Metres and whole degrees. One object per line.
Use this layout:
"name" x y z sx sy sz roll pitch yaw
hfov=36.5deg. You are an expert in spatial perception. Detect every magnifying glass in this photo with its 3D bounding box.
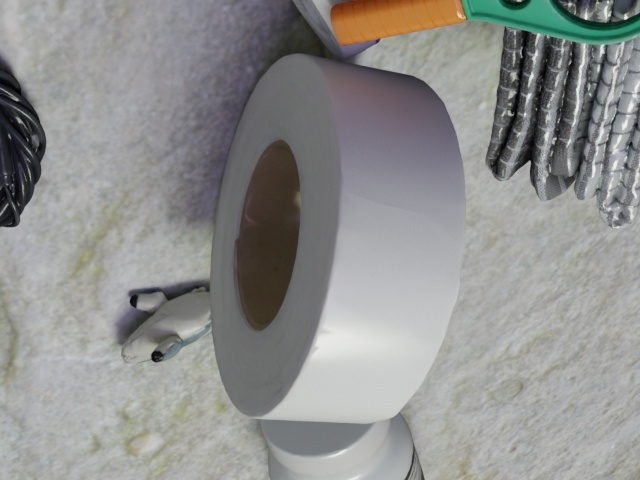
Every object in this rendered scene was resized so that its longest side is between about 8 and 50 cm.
"magnifying glass" 0.115 -0.158 0.617 0.231 0.026 0.092 -5 126 27

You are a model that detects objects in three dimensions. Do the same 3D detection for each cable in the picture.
"cable" -0.295 -0.079 0.764 0.150 0.047 0.184 -34 128 2

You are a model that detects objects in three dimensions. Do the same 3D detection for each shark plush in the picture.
"shark plush" -0.121 0.073 0.954 0.161 0.073 0.067 -29 154 -22

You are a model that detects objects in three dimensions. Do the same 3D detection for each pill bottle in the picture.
"pill bottle" 0.033 0.264 1.065 0.162 0.162 0.278 -21 131 -3

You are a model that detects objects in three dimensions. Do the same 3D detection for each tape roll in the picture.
"tape roll" 0.000 0.000 0.766 0.100 0.286 0.286 6 124 -22

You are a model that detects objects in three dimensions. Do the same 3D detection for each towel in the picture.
"towel" 0.219 -0.188 0.732 0.121 0.235 0.284 15 135 19

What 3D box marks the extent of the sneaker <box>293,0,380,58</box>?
"sneaker" 0.042 -0.304 0.656 0.236 0.130 0.323 -34 127 -2
